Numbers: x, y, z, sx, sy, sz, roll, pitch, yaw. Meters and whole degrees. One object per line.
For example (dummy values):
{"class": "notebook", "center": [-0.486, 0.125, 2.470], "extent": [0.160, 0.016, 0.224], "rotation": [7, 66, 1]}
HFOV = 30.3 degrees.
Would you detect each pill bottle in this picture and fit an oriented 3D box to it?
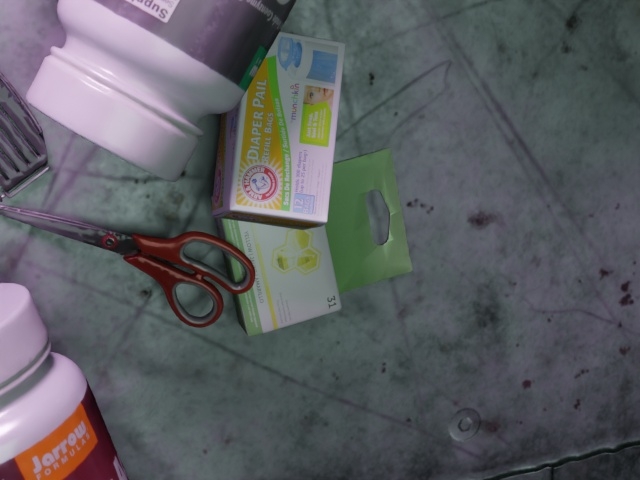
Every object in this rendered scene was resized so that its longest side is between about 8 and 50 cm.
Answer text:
{"class": "pill bottle", "center": [-0.130, -0.255, 1.171], "extent": [0.204, 0.204, 0.361], "rotation": [28, 93, -25]}
{"class": "pill bottle", "center": [-0.327, 0.258, 1.272], "extent": [0.224, 0.224, 0.392], "rotation": [-24, 112, -13]}

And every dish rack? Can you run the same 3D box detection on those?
{"class": "dish rack", "center": [-0.427, -0.076, 1.228], "extent": [0.271, 0.074, 0.208], "rotation": [-38, 114, -7]}

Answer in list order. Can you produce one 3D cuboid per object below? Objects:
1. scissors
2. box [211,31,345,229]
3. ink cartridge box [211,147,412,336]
{"class": "scissors", "center": [-0.215, -0.003, 1.332], "extent": [0.297, 0.021, 0.109], "rotation": [32, 104, -14]}
{"class": "box", "center": [-0.049, -0.119, 1.308], "extent": [0.114, 0.103, 0.203], "rotation": [6, 85, -16]}
{"class": "ink cartridge box", "center": [0.000, 0.000, 1.420], "extent": [0.235, 0.056, 0.171], "rotation": [-16, 108, -14]}
